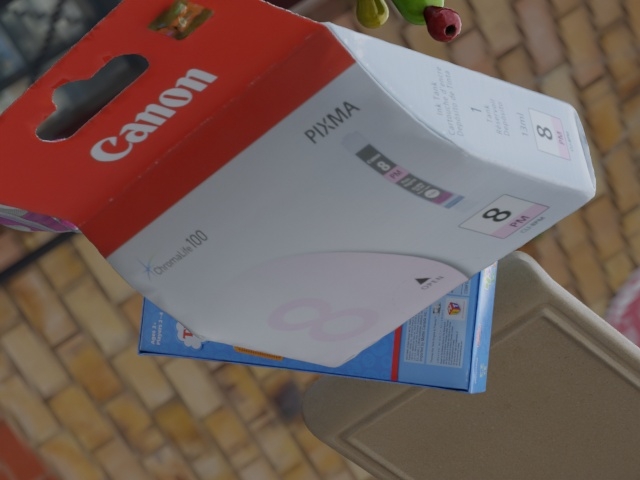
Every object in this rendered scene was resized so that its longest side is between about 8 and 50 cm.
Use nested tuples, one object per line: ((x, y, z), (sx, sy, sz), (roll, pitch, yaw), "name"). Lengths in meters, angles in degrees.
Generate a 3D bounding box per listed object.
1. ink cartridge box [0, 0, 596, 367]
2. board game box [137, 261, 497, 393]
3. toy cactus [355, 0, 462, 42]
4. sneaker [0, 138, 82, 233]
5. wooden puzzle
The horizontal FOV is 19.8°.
((-0.024, -0.020, 0.810), (0.232, 0.189, 0.066), (10, 56, -40), "ink cartridge box")
((0.000, 0.000, 1.086), (0.039, 0.211, 0.160), (10, 85, -70), "board game box")
((-0.021, -0.193, 1.123), (0.219, 0.112, 0.180), (16, 27, -16), "toy cactus")
((-0.289, -0.059, 1.963), (0.252, 0.103, 0.111), (13, -10, 6), "sneaker")
((0.141, 0.126, 1.241), (0.239, 0.221, 0.044), (40, 37, -20), "wooden puzzle")
